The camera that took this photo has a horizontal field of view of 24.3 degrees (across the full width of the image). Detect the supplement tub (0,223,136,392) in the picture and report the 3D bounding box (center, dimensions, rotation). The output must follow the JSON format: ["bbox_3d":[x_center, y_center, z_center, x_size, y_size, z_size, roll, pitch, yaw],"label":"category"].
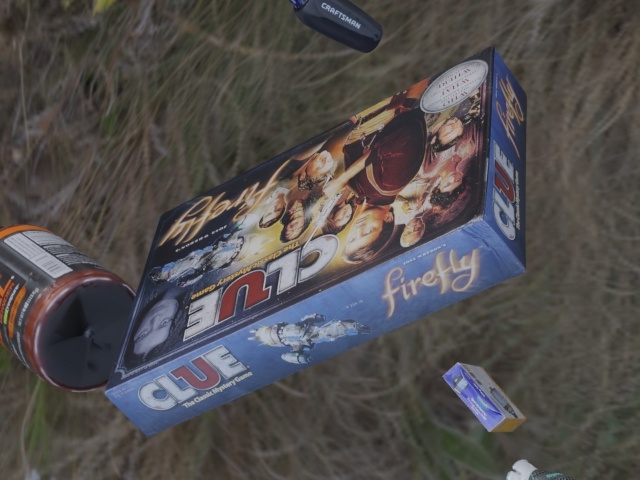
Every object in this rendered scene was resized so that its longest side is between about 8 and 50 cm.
[{"bbox_3d":[-0.238,0.049,1.261,0.106,0.198,0.106,-14,114,-33],"label":"supplement tub"}]

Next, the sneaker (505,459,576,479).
[{"bbox_3d":[0.196,0.280,1.335,0.076,0.065,0.166,4,66,21],"label":"sneaker"}]

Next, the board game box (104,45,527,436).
[{"bbox_3d":[0.000,0.000,0.830,0.243,0.165,0.042,-26,120,25],"label":"board game box"}]

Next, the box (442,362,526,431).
[{"bbox_3d":[0.182,0.176,1.655,0.028,0.136,0.081,-44,71,11],"label":"box"}]

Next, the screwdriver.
[{"bbox_3d":[-0.033,-0.143,0.766,0.170,0.024,0.025,31,114,-32],"label":"screwdriver"}]
